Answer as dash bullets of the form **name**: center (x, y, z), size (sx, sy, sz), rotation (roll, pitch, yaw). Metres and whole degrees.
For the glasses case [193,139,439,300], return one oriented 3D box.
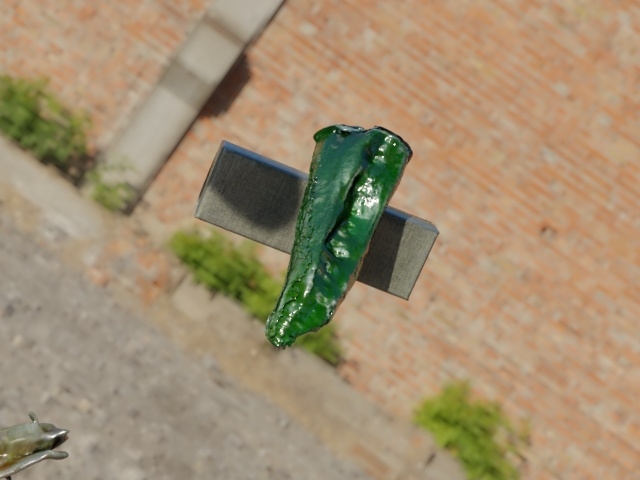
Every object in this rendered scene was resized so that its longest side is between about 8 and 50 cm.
- **glasses case**: center (-0.004, -0.018, 1.435), size (0.205, 0.071, 0.047), rotation (21, 14, -9)

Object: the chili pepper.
- **chili pepper**: center (0.000, 0.000, 1.321), size (0.088, 0.227, 0.059), rotation (7, -41, 22)

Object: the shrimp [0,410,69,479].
- **shrimp**: center (-0.340, 0.227, 1.265), size (0.247, 0.360, 0.085), rotation (52, 16, -46)
